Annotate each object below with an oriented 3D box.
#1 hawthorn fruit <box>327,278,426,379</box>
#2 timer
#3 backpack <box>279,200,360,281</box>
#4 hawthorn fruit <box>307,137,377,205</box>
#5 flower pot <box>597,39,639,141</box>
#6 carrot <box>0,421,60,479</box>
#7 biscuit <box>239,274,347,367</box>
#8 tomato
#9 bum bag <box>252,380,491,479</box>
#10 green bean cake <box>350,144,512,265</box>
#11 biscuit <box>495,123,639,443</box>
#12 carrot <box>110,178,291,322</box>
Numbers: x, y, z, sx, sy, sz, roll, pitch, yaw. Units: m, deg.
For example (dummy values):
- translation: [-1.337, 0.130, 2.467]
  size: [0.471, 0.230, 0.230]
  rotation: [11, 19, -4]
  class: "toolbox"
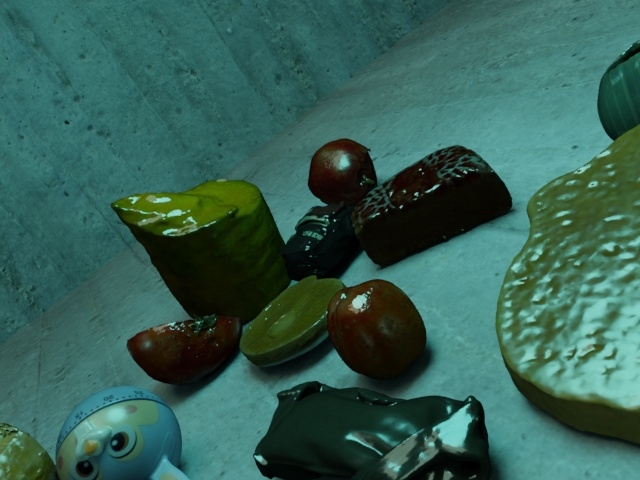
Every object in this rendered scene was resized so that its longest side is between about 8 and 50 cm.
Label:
- translation: [0.063, 0.103, 0.761]
  size: [0.128, 0.128, 0.128]
  rotation: [-31, 19, 12]
  class: "hawthorn fruit"
- translation: [-0.246, 0.281, 0.787]
  size: [0.175, 0.175, 0.255]
  rotation: [-37, 20, -7]
  class: "timer"
- translation: [0.002, 0.000, 1.117]
  size: [0.120, 0.106, 0.165]
  rotation: [-12, 20, 38]
  class: "backpack"
- translation: [0.057, -0.137, 1.319]
  size: [0.148, 0.148, 0.172]
  rotation: [-41, 26, -17]
  class: "hawthorn fruit"
- translation: [0.443, -0.180, 0.725]
  size: [0.243, 0.157, 0.189]
  rotation: [-15, 22, 41]
  class: "flower pot"
- translation: [-0.456, 0.389, 0.826]
  size: [0.196, 0.196, 0.254]
  rotation: [-25, 22, 27]
  class: "carrot"
- translation: [-0.036, 0.126, 0.971]
  size: [0.181, 0.049, 0.208]
  rotation: [-44, 19, -23]
  class: "biscuit"
- translation: [-0.222, 0.191, 1.073]
  size: [0.189, 0.099, 0.173]
  rotation: [-1, -22, -36]
  class: "tomato"
- translation: [0.039, 0.201, 0.634]
  size: [0.142, 0.079, 0.326]
  rotation: [-38, 14, -31]
  class: "bum bag"
- translation: [0.161, -0.055, 1.003]
  size: [0.233, 0.097, 0.198]
  rotation: [-31, 19, 11]
  class: "green bean cake"
- translation: [0.339, 0.007, 0.552]
  size: [0.385, 0.062, 0.365]
  rotation: [-19, 36, 40]
  class: "biscuit"
- translation: [-0.198, 0.002, 1.180]
  size: [0.241, 0.340, 0.241]
  rotation: [-17, 34, 12]
  class: "carrot"
